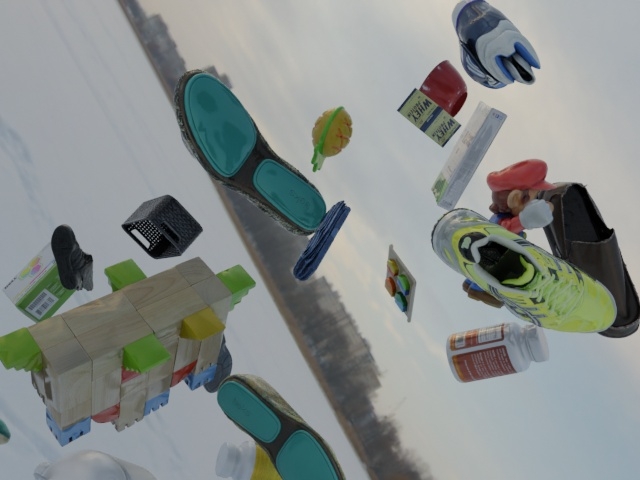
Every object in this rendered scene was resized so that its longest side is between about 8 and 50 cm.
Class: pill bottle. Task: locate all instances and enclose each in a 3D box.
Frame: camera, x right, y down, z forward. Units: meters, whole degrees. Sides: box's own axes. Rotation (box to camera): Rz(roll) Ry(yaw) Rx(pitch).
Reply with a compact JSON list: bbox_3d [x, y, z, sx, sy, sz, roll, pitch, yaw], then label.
[{"bbox_3d":[0.416,0.258,1.605,0.121,0.216,0.121,39,42,-47],"label":"pill bottle"},{"bbox_3d":[-0.136,0.508,1.532,0.184,0.103,0.103,19,11,-20],"label":"pill bottle"}]

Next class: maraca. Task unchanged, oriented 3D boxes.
[{"bbox_3d":[0.021,-0.260,1.743,0.099,0.185,0.127,22,-19,17],"label":"maraca"}]

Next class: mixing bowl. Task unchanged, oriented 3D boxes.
[{"bbox_3d":[0.353,-0.407,1.939,0.098,0.181,0.181,36,-14,18],"label":"mixing bowl"}]

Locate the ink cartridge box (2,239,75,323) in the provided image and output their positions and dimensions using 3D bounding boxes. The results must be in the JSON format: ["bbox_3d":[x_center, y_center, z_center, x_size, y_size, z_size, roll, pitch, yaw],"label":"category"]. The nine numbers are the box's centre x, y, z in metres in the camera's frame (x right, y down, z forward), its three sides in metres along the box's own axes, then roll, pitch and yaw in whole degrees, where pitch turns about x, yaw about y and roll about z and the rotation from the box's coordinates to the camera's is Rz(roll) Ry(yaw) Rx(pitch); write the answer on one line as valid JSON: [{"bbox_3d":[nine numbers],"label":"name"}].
[{"bbox_3d":[-0.763,0.091,1.851,0.255,0.188,0.097,25,-20,45],"label":"ink cartridge box"}]

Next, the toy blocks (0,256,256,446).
[{"bbox_3d":[-0.301,0.193,1.092,0.191,0.382,0.260,44,-42,26],"label":"toy blocks"}]

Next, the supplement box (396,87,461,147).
[{"bbox_3d":[0.206,-0.232,1.295,0.083,0.056,0.083,24,20,-48],"label":"supplement box"}]

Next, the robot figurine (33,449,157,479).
[{"bbox_3d":[-0.455,0.549,1.408,0.300,0.199,0.353,20,-21,23],"label":"robot figurine"}]

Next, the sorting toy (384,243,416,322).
[{"bbox_3d":[0.260,0.145,2.286,0.192,0.038,0.208,90,-19,-44],"label":"sorting toy"}]

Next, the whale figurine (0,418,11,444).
[{"bbox_3d":[-0.751,0.323,1.414,0.216,0.141,0.272,-6,-43,36],"label":"whale figurine"}]

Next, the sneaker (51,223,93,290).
[{"bbox_3d":[-0.522,0.039,1.453,0.089,0.051,0.170,-62,152,-70],"label":"sneaker"}]

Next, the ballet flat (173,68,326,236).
[{"bbox_3d":[-0.180,-0.174,1.507,0.182,0.164,0.483,9,-28,49],"label":"ballet flat"}]

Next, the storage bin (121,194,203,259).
[{"bbox_3d":[-0.376,-0.030,1.616,0.122,0.084,0.180,50,-31,-22],"label":"storage bin"}]

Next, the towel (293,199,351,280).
[{"bbox_3d":[0.000,0.000,0.973,0.029,0.119,0.067,32,-31,-3],"label":"towel"}]

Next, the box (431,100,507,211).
[{"bbox_3d":[0.442,-0.259,2.070,0.059,0.321,0.232,28,17,-4],"label":"box"}]

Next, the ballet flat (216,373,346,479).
[{"bbox_3d":[-0.059,0.389,1.344,0.349,0.123,0.123,40,-14,21],"label":"ballet flat"}]

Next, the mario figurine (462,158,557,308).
[{"bbox_3d":[0.420,-0.014,1.444,0.198,0.170,0.320,33,-71,53],"label":"mario figurine"}]

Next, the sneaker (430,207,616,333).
[{"bbox_3d":[0.375,0.080,1.228,0.385,0.145,0.147,25,11,-12],"label":"sneaker"}]

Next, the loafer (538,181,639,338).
[{"bbox_3d":[0.569,0.035,1.451,0.130,0.134,0.365,82,-15,-77],"label":"loafer"}]

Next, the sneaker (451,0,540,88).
[{"bbox_3d":[0.428,-0.405,1.599,0.323,0.130,0.236,41,18,-52],"label":"sneaker"}]

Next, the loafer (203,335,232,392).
[{"bbox_3d":[-0.339,0.341,2.088,0.095,0.109,0.302,43,-35,37],"label":"loafer"}]
